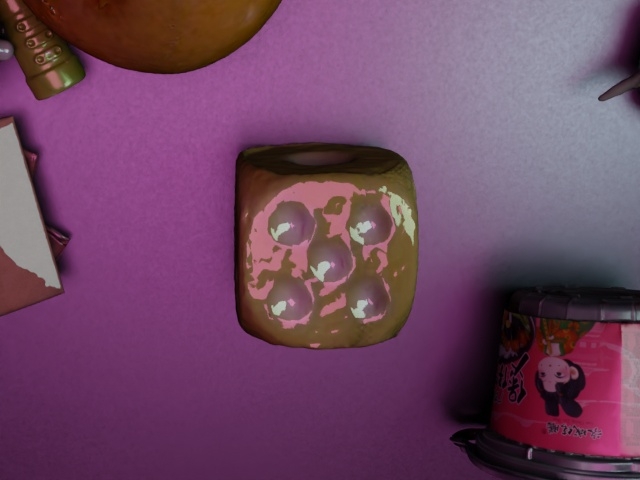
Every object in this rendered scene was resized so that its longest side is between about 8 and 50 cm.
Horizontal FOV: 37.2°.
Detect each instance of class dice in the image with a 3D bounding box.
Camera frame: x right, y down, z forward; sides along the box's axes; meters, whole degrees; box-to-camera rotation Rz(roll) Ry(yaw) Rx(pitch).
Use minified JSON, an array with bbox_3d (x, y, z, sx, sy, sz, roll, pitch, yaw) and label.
[{"bbox_3d":[0.000,0.000,0.930,0.169,0.166,0.169,0,105,-5],"label":"dice"}]

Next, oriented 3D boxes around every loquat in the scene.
[{"bbox_3d":[-0.145,-0.273,0.809,0.263,0.263,0.263,-2,106,-6],"label":"loquat"}]

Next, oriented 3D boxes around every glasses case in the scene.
[{"bbox_3d":[-0.314,-0.030,0.949,0.102,0.070,0.194,-21,107,-29],"label":"glasses case"}]

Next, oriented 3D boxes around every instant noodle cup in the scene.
[{"bbox_3d":[0.281,0.141,0.975,0.302,0.258,0.182,2,91,22],"label":"instant noodle cup"}]

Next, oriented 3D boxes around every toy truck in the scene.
[{"bbox_3d":[-0.332,-0.206,0.858,0.210,0.148,0.187,-17,105,-23],"label":"toy truck"}]

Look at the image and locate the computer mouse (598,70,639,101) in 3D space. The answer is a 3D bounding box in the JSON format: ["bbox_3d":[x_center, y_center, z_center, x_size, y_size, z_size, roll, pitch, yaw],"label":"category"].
[{"bbox_3d":[0.466,-0.206,0.955,0.389,0.115,0.200,-18,117,10],"label":"computer mouse"}]
